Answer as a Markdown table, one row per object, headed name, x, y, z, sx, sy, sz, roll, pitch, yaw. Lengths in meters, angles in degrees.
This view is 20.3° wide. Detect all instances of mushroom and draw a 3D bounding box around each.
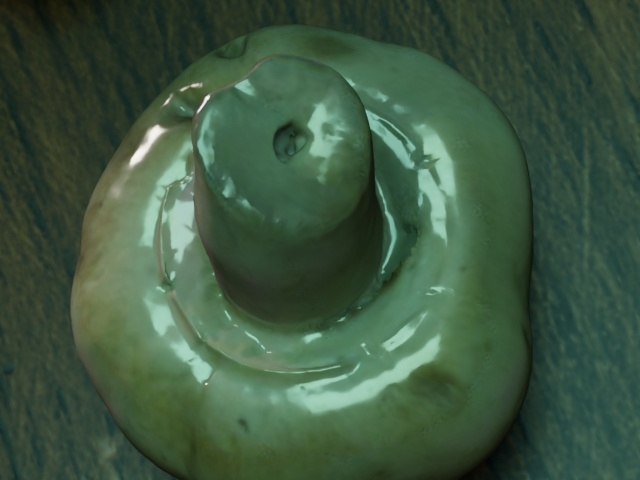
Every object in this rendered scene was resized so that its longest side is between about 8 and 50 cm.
| name | x | y | z | sx | sy | sz | roll | pitch | yaw |
| --- | --- | --- | --- | --- | --- | --- | --- | --- | --- |
| mushroom | 0.009 | 0.018 | 1.237 | 0.325 | 0.353 | 0.353 | 41 | 81 | -12 |
